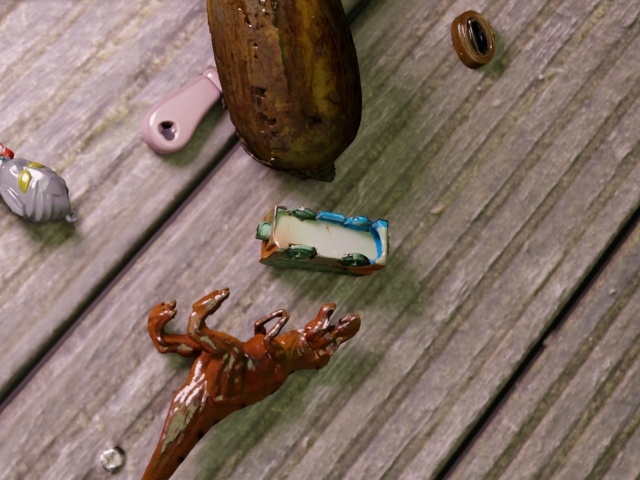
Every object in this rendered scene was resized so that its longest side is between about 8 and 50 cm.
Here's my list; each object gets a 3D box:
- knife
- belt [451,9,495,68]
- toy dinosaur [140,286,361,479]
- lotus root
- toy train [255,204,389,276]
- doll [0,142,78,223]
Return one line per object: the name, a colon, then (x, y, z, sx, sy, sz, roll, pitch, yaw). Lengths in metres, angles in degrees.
knife: (-0.112, -0.232, 1.751, 0.336, 0.043, 0.081, -43, 104, -20)
belt: (0.228, -0.298, 1.864, 0.059, 0.036, 0.083, -16, 88, -19)
toy dinosaur: (-0.151, 0.175, 1.653, 0.432, 0.097, 0.208, -35, 102, -15)
lotus root: (-0.048, -0.247, 1.653, 0.179, 0.196, 0.397, -20, 119, -16)
toy train: (0.000, 0.000, 1.720, 0.188, 0.099, 0.072, 8, 77, -15)
doll: (-0.391, -0.076, 1.629, 0.180, 0.079, 0.094, 33, 42, -4)
